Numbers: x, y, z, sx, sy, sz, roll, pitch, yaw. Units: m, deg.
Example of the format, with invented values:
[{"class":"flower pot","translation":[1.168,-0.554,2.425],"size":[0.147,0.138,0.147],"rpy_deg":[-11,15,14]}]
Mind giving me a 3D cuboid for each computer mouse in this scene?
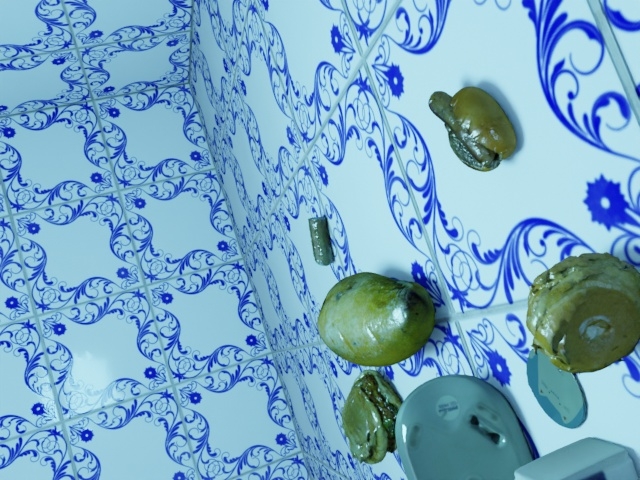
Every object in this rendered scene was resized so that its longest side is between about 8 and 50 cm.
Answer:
[{"class":"computer mouse","translation":[0.240,0.376,0.906],"size":[0.095,0.197,0.330],"rpy_deg":[18,-126,-70]}]

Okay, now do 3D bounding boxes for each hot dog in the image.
[{"class":"hot dog","translation":[0.196,-0.153,0.758],"size":[0.089,0.060,0.140],"rpy_deg":[114,141,-58]}]

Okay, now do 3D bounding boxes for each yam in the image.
[{"class":"yam","translation":[0.000,0.000,1.535],"size":[0.054,0.054,0.132],"rpy_deg":[-150,47,-67]}]

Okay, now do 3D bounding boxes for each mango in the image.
[{"class":"mango","translation":[0.116,0.157,1.147],"size":[0.330,0.175,0.176],"rpy_deg":[-4,124,55]}]

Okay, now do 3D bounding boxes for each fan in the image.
[{"class":"fan","translation":[0.316,0.176,0.763],"size":[0.113,0.005,0.175],"rpy_deg":[-122,22,-45]}]

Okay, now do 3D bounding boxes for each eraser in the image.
[{"class":"eraser","translation":[0.337,0.394,0.687],"size":[0.081,0.124,0.278],"rpy_deg":[155,99,-73]}]

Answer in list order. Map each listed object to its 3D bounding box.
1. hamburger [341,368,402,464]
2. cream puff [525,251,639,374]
[{"class":"hamburger","translation":[0.137,0.428,1.406],"size":[0.183,0.130,0.206],"rpy_deg":[53,135,47]},{"class":"cream puff","translation":[0.279,0.073,0.618],"size":[0.104,0.120,0.133],"rpy_deg":[-101,26,-79]}]
